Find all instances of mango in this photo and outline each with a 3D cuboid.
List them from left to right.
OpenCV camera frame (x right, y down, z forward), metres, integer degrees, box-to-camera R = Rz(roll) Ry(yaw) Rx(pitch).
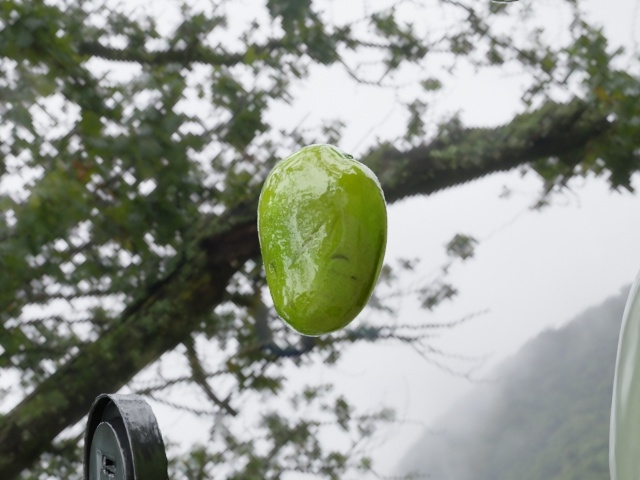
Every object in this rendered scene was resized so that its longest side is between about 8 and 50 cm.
[{"bbox_3d":[0.006,-0.002,1.009,0.117,0.163,0.089,-14,-8,26],"label":"mango"}]

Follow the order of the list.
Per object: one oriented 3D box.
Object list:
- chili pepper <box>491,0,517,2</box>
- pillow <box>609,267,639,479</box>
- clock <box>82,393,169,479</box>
[{"bbox_3d":[0.218,-0.321,0.820,0.385,0.167,0.213,-42,25,6],"label":"chili pepper"},{"bbox_3d":[0.351,0.152,1.155,0.255,0.119,0.322,19,-102,-76],"label":"pillow"},{"bbox_3d":[-0.197,0.245,1.180,0.040,0.184,0.184,-1,-43,-27],"label":"clock"}]
